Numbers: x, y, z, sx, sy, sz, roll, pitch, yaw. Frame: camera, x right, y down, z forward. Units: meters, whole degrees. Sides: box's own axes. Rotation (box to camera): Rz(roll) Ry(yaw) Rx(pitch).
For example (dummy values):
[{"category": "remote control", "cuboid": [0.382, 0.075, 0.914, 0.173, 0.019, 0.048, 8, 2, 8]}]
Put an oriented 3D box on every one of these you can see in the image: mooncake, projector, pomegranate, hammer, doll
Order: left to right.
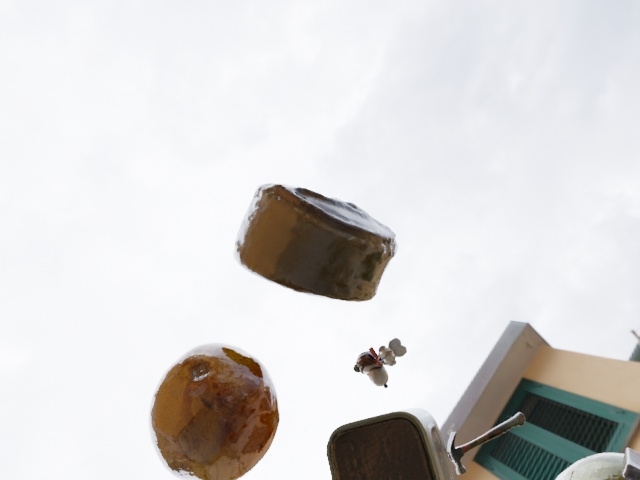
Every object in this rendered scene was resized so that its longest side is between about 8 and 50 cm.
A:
[{"category": "pomegranate", "cuboid": [-0.206, 0.339, 0.812, 0.264, 0.264, 0.265, 2, -96, -14]}, {"category": "mooncake", "cuboid": [0.000, 0.000, 1.097, 0.393, 0.394, 0.246, 24, -80, 11]}, {"category": "doll", "cuboid": [0.081, 0.167, 0.577, 0.040, 0.058, 0.085, -19, -46, -43]}, {"category": "projector", "cuboid": [0.182, 0.566, 1.026, 0.248, 0.249, 0.248, -21, -115, 14]}, {"category": "hammer", "cuboid": [0.531, 0.623, 1.307, 0.287, 0.033, 0.111, -18, -110, -15]}]

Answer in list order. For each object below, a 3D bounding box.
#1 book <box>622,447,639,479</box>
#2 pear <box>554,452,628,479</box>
[{"category": "book", "cuboid": [0.551, 0.361, 0.529, 0.190, 0.269, 0.025, 27, -96, -50]}, {"category": "pear", "cuboid": [0.787, 0.707, 1.017, 0.351, 0.413, 0.352, 4, -98, -28]}]
